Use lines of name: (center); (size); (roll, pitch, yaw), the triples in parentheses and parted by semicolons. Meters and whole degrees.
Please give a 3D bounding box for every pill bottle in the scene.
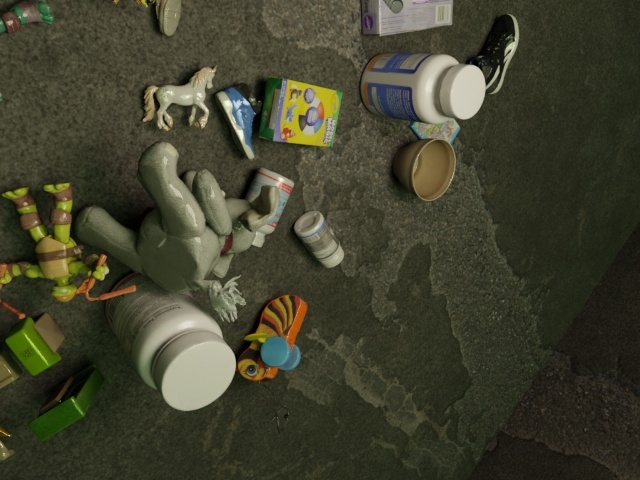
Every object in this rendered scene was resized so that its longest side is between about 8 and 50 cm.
pill bottle: (0.232, -0.347, 1.211); (0.152, 0.272, 0.152); (-15, 116, -34)
pill bottle: (-0.126, -0.071, 1.154); (0.087, 0.087, 0.160); (22, 93, -42)
pill bottle: (0.000, 0.000, 1.288); (0.078, 0.078, 0.137); (-47, 130, -15)
pill bottle: (-0.281, 0.178, 0.987); (0.160, 0.283, 0.160); (-18, 122, -31)

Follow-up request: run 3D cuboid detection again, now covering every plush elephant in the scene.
plush elephant: (-0.224, -0.034, 1.005); (0.330, 0.255, 0.272); (45, 120, -8)

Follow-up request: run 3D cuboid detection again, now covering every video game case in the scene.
video game case: (0.318, -0.313, 1.466); (0.166, 0.015, 0.119); (38, 82, -41)

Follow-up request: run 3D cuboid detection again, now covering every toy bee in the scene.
toy bee: (-0.138, 0.267, 1.246); (0.195, 0.162, 0.298); (74, 27, -48)

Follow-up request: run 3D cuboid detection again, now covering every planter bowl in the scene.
planter bowl: (0.263, -0.197, 1.403); (0.162, 0.109, 0.162); (-16, 117, -34)

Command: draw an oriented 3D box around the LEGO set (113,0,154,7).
LEGO set: (-0.250, -0.516, 0.779); (0.331, 0.192, 0.255); (-52, 147, -15)

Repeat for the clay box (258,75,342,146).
clay box: (-0.030, -0.275, 1.156); (0.222, 0.053, 0.128); (-6, 112, -48)

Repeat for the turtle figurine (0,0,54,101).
turtle figurine: (-0.497, -0.292, 0.743); (0.118, 0.175, 0.234); (33, 67, 1)

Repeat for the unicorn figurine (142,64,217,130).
unicorn figurine: (-0.251, -0.268, 0.996); (0.161, 0.060, 0.111); (-15, 116, -34)

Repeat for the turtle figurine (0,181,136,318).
turtle figurine: (-0.437, 0.014, 0.894); (0.087, 0.269, 0.218); (-43, 127, -72)

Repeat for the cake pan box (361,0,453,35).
cake pan box: (0.209, -0.618, 1.228); (0.266, 0.070, 0.246); (-22, 122, -31)

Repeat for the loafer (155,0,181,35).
loafer: (-0.272, -0.431, 0.939); (0.045, 0.039, 0.125); (-28, 133, -68)

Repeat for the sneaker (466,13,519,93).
sneaker: (0.472, -0.521, 1.465); (0.121, 0.079, 0.217); (-3, 110, -39)

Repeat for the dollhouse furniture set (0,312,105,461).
dollhouse furniture set: (-0.584, 0.281, 0.940); (0.301, 0.151, 0.198); (-31, 104, -5)

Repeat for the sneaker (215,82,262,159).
sneaker: (-0.148, -0.247, 1.089); (0.084, 0.058, 0.152); (-32, 118, -15)
